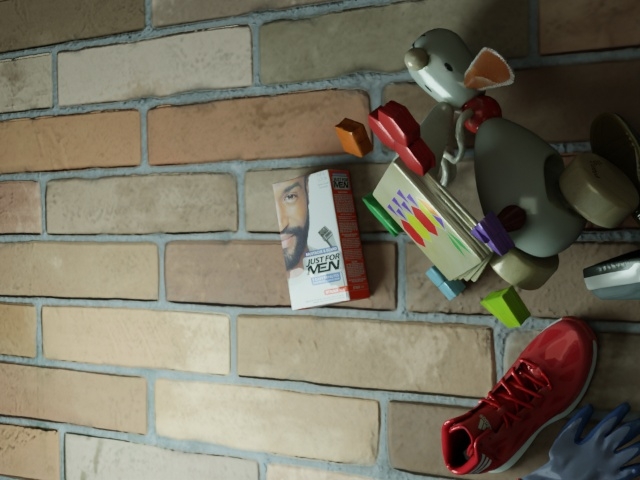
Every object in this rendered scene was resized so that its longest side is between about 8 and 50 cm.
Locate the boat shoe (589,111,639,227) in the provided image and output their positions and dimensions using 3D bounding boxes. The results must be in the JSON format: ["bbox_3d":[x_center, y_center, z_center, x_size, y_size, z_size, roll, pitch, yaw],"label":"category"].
[{"bbox_3d":[0.340,-0.069,1.096,0.056,0.049,0.152,-38,71,47],"label":"boat shoe"}]

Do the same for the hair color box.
[{"bbox_3d":[0.000,0.000,1.321,0.093,0.053,0.167,-13,83,34],"label":"hair color box"}]

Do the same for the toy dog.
[{"bbox_3d":[0.172,-0.093,1.109,0.333,0.161,0.220,37,114,36],"label":"toy dog"}]

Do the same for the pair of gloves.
[{"bbox_3d":[0.318,0.279,1.098,0.159,0.023,0.198,-37,75,-1],"label":"pair of gloves"}]

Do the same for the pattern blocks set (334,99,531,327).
[{"bbox_3d":[0.120,-0.023,1.090,0.026,0.325,0.285,-41,94,-9],"label":"pattern blocks set"}]

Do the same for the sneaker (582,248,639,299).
[{"bbox_3d":[0.408,0.085,1.018,0.295,0.123,0.179,-9,95,49],"label":"sneaker"}]

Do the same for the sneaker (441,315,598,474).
[{"bbox_3d":[0.216,0.183,1.136,0.087,0.128,0.221,38,111,27],"label":"sneaker"}]
